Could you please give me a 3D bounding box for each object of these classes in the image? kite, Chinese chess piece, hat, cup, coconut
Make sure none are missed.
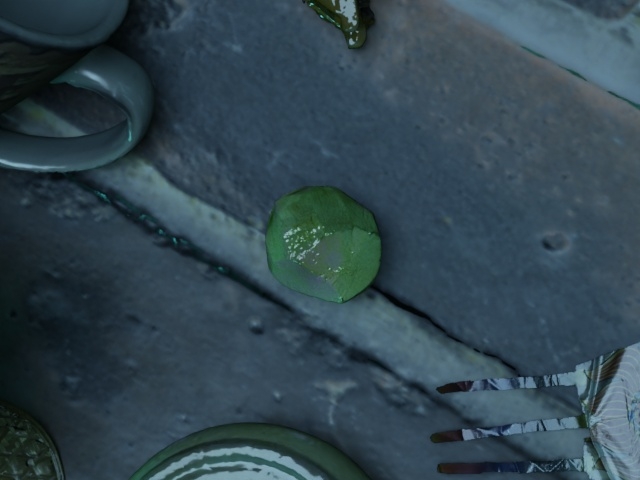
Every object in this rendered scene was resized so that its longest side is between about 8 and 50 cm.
[{"bbox_3d":[0.192,0.122,1.269,0.229,0.016,0.127,-3,82,8],"label":"kite"},{"bbox_3d":[-0.047,0.242,1.266,0.237,0.092,0.238,-1,85,10],"label":"Chinese chess piece"},{"bbox_3d":[-0.269,0.190,1.334,0.146,0.067,0.146,6,77,-29],"label":"hat"},{"bbox_3d":[-0.271,-0.145,1.300,0.301,0.227,0.257,39,127,-22],"label":"cup"},{"bbox_3d":[0.000,0.000,1.284,0.083,0.081,0.082,-39,121,10],"label":"coconut"}]

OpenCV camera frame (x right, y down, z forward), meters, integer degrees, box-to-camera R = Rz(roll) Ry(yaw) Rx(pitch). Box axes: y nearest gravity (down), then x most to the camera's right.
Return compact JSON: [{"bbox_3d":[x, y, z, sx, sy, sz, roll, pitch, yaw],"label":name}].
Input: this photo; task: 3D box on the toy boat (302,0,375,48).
[{"bbox_3d":[0.018,-0.256,1.308,0.088,0.068,0.226,-6,81,6],"label":"toy boat"}]
